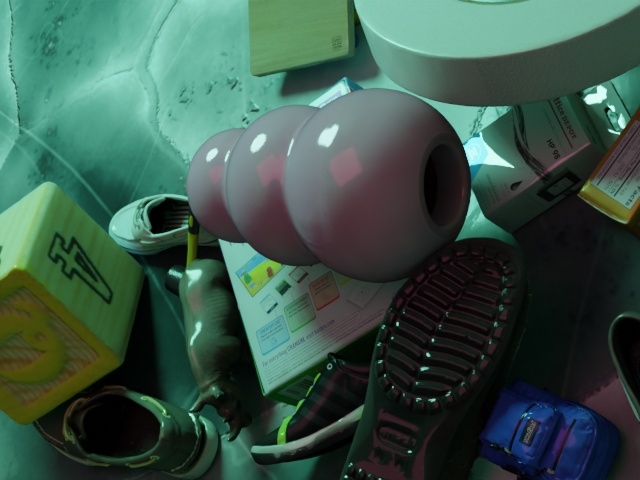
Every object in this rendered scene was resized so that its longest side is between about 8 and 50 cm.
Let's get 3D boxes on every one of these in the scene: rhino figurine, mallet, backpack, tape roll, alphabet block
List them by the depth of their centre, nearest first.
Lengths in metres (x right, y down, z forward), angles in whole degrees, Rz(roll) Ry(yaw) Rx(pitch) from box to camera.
[{"bbox_3d":[0.227,0.202,1.509,0.120,0.101,0.098,23,92,39],"label":"backpack"},{"bbox_3d":[0.229,-0.291,1.636,0.392,0.072,0.392,-13,39,11],"label":"tape roll"},{"bbox_3d":[-0.122,0.130,1.821,0.073,0.106,0.243,-25,56,30],"label":"rhino figurine"},{"bbox_3d":[-0.166,-0.008,1.894,0.062,0.039,0.190,17,123,30],"label":"mallet"},{"bbox_3d":[-0.364,0.080,1.942,0.192,0.193,0.197,-34,26,25],"label":"alphabet block"}]

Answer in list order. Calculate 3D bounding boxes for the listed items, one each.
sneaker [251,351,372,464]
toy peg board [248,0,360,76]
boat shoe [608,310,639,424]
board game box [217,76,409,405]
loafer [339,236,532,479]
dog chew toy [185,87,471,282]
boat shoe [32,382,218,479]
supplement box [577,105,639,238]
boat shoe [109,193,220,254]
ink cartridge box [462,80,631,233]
[{"bbox_3d":[0.021,0.175,1.691,0.234,0.084,0.097,-26,76,15],"label":"sneaker"},{"bbox_3d":[-0.007,-0.298,1.958,0.161,0.079,0.161,-7,82,38],"label":"toy peg board"},{"bbox_3d":[0.359,0.203,1.400,0.112,0.095,0.335,-40,50,19],"label":"boat shoe"},{"bbox_3d":[0.000,0.000,1.795,0.242,0.064,0.317,-33,57,24],"label":"board game box"},{"bbox_3d":[0.119,0.169,1.577,0.133,0.130,0.366,27,95,29],"label":"loafer"},{"bbox_3d":[-0.007,-0.059,1.646,0.331,0.206,0.207,1,71,34],"label":"dog chew toy"},{"bbox_3d":[-0.265,0.230,1.902,0.305,0.091,0.109,5,74,40],"label":"boat shoe"},{"bbox_3d":[0.369,-0.113,1.551,0.233,0.078,0.080,-54,50,7],"label":"supplement box"},{"bbox_3d":[-0.206,-0.032,1.985,0.226,0.076,0.083,-6,67,38],"label":"boat shoe"},{"bbox_3d":[0.247,-0.103,1.656,0.180,0.060,0.104,-36,51,21],"label":"ink cartridge box"}]
